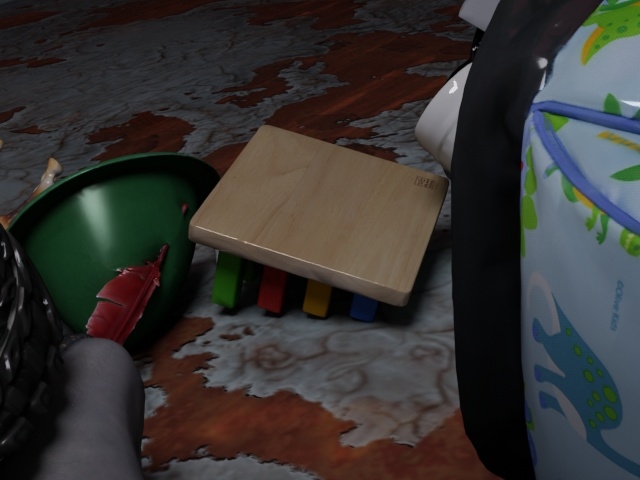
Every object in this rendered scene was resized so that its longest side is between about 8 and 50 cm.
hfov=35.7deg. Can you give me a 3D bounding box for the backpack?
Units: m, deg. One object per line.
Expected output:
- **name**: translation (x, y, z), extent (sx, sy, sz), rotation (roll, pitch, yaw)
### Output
- **backpack**: translation (0.214, 0.056, 0.347), extent (0.355, 0.290, 0.273), rotation (15, 40, 31)

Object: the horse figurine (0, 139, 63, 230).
- **horse figurine**: translation (-0.301, -0.007, 0.837), extent (0.263, 0.066, 0.174), rotation (24, 78, 34)

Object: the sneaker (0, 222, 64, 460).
- **sneaker**: translation (-0.181, 0.094, 0.339), extent (0.108, 0.100, 0.271), rotation (-19, 24, 18)

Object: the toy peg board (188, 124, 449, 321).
- **toy peg board**: translation (0.000, 0.000, 0.760), extent (0.160, 0.079, 0.161), rotation (17, 36, 8)

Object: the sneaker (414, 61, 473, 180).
- **sneaker**: translation (0.185, -0.040, 0.780), extent (0.169, 0.108, 0.292), rotation (43, 16, 16)

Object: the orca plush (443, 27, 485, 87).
- **orca plush**: translation (0.206, -0.192, 1.106), extent (0.151, 0.102, 0.287), rotation (10, 29, 37)

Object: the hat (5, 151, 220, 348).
- **hat**: translation (-0.124, 0.060, 0.706), extent (0.208, 0.173, 0.183), rotation (-15, 59, -34)

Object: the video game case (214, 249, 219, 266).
- **video game case**: translation (-0.027, -0.017, 0.883), extent (0.143, 0.019, 0.157), rotation (-11, 23, -6)

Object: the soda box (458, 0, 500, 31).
- **soda box**: translation (0.259, -0.224, 1.068), extent (0.216, 0.069, 0.074), rotation (29, 28, -2)

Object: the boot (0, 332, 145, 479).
- **boot**: translation (-0.032, 0.155, 0.394), extent (0.222, 0.118, 0.338), rotation (-5, 34, 0)
